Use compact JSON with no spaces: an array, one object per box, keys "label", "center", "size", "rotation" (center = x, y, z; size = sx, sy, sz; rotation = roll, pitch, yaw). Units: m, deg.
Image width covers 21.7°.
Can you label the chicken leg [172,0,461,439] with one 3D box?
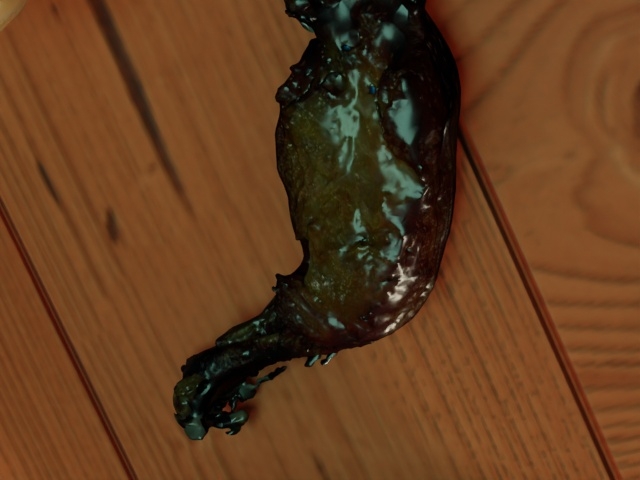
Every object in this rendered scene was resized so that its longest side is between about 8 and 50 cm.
[{"label":"chicken leg","center":[0.000,0.000,0.727],"size":[0.106,0.051,0.253],"rotation":[35,122,19]}]

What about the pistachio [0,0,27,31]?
[{"label":"pistachio","center":[-0.198,-0.175,0.702],"size":[0.229,0.157,0.157],"rotation":[38,123,24]}]
